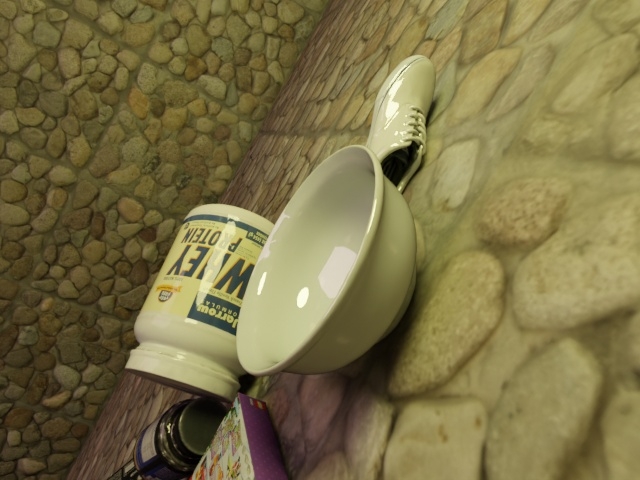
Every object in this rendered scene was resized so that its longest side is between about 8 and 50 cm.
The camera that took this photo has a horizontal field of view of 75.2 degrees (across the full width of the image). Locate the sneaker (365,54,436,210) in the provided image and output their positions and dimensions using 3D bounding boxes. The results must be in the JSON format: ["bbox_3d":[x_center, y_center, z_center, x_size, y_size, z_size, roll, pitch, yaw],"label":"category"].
[{"bbox_3d":[0.122,-0.150,0.618,0.091,0.094,0.259,25,95,57],"label":"sneaker"}]

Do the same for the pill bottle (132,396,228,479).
[{"bbox_3d":[-0.252,0.366,0.762,0.219,0.122,0.123,-42,28,39],"label":"pill bottle"}]

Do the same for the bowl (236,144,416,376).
[{"bbox_3d":[0.023,0.043,0.521,0.298,0.134,0.298,-47,25,31],"label":"bowl"}]

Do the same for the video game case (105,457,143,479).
[{"bbox_3d":[-0.442,0.591,0.859,0.274,0.035,0.248,-38,23,-13],"label":"video game case"}]

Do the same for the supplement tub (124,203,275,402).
[{"bbox_3d":[-0.206,0.120,0.805,0.235,0.235,0.325,-29,38,54],"label":"supplement tub"}]

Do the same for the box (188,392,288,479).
[{"bbox_3d":[-0.115,0.370,0.536,0.201,0.057,0.293,-60,22,4],"label":"box"}]
